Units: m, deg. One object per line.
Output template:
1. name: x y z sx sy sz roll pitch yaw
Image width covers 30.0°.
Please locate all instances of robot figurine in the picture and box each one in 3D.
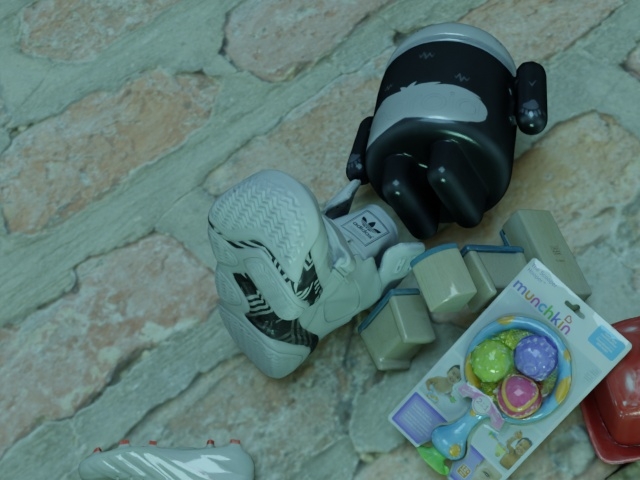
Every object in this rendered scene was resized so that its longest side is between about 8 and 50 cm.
1. robot figurine: 0.147 -0.131 1.409 0.209 0.173 0.278 13 48 1

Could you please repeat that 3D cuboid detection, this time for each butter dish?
1. butter dish: 0.350 0.135 1.251 0.160 0.118 0.160 -11 57 3

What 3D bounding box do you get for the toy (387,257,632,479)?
1. toy: 0.189 0.150 1.237 0.137 0.056 0.237 44 104 14

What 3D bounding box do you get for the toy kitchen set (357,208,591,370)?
1. toy kitchen set: 0.165 0.057 1.368 0.207 0.166 0.122 3 51 -32

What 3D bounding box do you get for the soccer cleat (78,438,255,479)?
1. soccer cleat: -0.170 0.260 1.301 0.196 0.068 0.076 -3 61 5

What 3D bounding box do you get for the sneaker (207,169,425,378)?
1. sneaker: 0.000 0.000 1.264 0.210 0.366 0.137 -37 71 -21
